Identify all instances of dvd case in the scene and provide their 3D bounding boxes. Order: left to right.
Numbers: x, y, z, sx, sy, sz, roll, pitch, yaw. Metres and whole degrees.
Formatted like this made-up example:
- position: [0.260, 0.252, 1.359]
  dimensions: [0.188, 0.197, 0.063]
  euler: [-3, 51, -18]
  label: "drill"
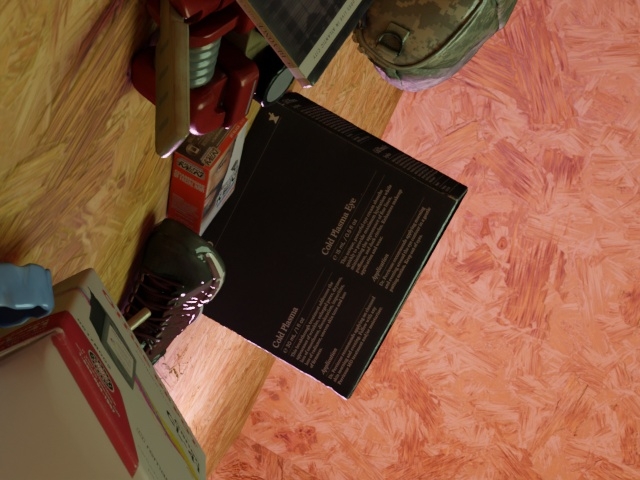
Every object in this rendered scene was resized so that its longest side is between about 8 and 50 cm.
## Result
- position: [-0.033, -0.262, 1.036]
  dimensions: [0.018, 0.221, 0.164]
  euler: [-2, -133, 47]
  label: "dvd case"

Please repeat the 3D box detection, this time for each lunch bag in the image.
- position: [0.158, -0.347, 1.804]
  dimensions: [0.256, 0.212, 0.305]
  euler: [-61, 173, 3]
  label: "lunch bag"

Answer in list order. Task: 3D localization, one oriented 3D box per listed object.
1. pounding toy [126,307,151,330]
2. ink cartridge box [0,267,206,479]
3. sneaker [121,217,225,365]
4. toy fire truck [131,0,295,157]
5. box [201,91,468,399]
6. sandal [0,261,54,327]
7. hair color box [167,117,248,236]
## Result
- position: [-0.261, 0.118, 1.258]
  dimensions: [0.130, 0.100, 0.141]
  euler: [-62, 174, 20]
  label: "pounding toy"
- position: [-0.196, 0.162, 1.015]
  dimensions: [0.131, 0.226, 0.306]
  euler: [-29, -171, 0]
  label: "ink cartridge box"
- position: [-0.209, 0.095, 1.586]
  dimensions: [0.162, 0.106, 0.281]
  euler: [-54, 172, -26]
  label: "sneaker"
- position: [-0.107, -0.163, 1.108]
  dimensions: [0.246, 0.158, 0.217]
  euler: [-42, 164, -36]
  label: "toy fire truck"
- position: [0.000, 0.000, 1.874]
  dimensions: [0.343, 0.312, 0.179]
  euler: [-61, 174, 13]
  label: "box"
- position: [-0.282, 0.089, 0.796]
  dimensions: [0.317, 0.138, 0.126]
  euler: [-59, 176, -3]
  label: "sandal"
- position: [-0.141, -0.085, 1.546]
  dimensions: [0.093, 0.053, 0.167]
  euler: [-57, 172, -29]
  label: "hair color box"
